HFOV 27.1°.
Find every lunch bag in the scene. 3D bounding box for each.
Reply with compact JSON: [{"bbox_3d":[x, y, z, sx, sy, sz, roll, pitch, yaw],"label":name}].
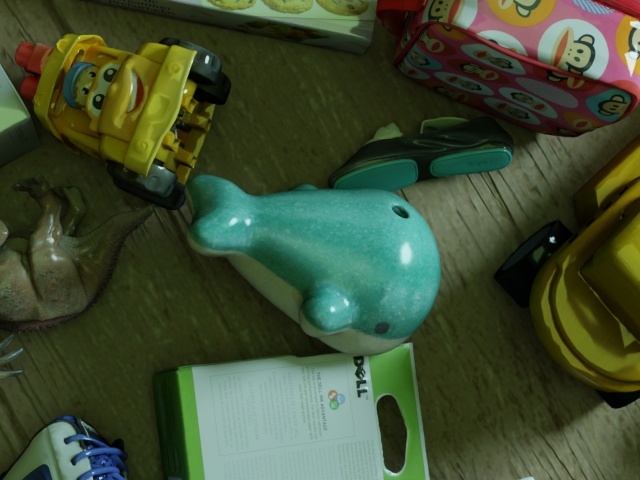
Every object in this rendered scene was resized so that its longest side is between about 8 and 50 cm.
[{"bbox_3d":[0.178,-0.199,1.323,0.258,0.293,0.120,20,86,-6],"label":"lunch bag"}]

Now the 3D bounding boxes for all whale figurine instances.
[{"bbox_3d":[0.000,0.000,1.307,0.272,0.216,0.141,25,122,-23],"label":"whale figurine"}]

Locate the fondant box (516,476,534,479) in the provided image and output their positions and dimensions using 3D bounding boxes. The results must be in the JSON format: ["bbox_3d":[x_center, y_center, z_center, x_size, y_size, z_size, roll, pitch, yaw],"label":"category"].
[{"bbox_3d":[0.104,0.389,1.268,0.330,0.096,0.238,-12,64,-26],"label":"fondant box"}]

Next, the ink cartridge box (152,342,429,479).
[{"bbox_3d":[-0.027,0.211,1.351,0.255,0.097,0.189,-5,84,-22],"label":"ink cartridge box"}]

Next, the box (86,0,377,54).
[{"bbox_3d":[-0.099,-0.263,1.405,0.324,0.063,0.067,11,81,-6],"label":"box"}]

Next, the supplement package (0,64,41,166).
[{"bbox_3d":[-0.418,-0.104,1.306,0.244,0.139,0.134,-31,87,-9],"label":"supplement package"}]

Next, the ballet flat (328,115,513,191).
[{"bbox_3d":[0.104,-0.095,1.419,0.203,0.074,0.074,-11,85,-3],"label":"ballet flat"}]

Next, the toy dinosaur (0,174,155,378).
[{"bbox_3d":[-0.301,0.050,1.317,0.295,0.127,0.200,-13,86,-13],"label":"toy dinosaur"}]

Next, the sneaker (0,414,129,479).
[{"bbox_3d":[-0.215,0.259,1.252,0.315,0.127,0.182,-2,68,34],"label":"sneaker"}]

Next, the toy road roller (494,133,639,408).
[{"bbox_3d":[0.360,0.013,1.349,0.329,0.240,0.202,-42,91,-10],"label":"toy road roller"}]

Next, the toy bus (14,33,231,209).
[{"bbox_3d":[-0.210,-0.140,1.305,0.211,0.220,0.149,23,86,1],"label":"toy bus"}]
